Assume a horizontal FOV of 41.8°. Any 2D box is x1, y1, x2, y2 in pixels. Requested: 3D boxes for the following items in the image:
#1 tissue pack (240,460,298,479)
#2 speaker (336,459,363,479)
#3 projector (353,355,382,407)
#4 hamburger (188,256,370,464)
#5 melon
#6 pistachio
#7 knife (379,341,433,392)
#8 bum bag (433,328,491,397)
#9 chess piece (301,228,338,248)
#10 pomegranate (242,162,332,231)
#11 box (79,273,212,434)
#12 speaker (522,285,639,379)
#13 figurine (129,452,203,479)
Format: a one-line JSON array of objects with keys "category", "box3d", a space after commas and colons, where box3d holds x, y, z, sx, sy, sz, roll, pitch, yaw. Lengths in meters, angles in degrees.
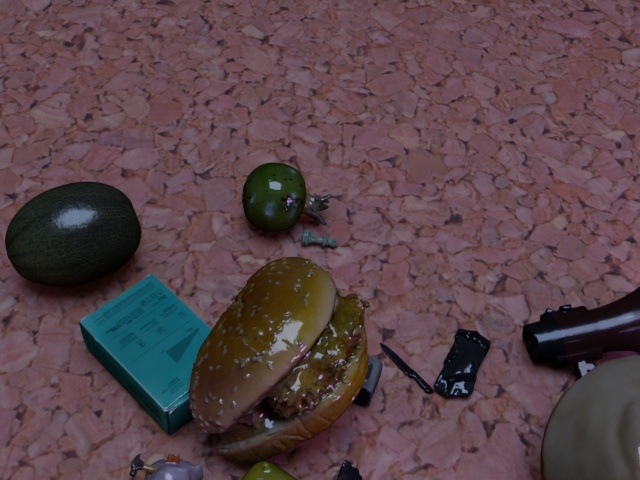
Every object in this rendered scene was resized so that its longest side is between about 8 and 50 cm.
[{"category": "tissue pack", "box3d": [-0.082, 0.510, 1.610, 0.178, 0.127, 0.123, 31, 56, 21]}, {"category": "speaker", "box3d": [0.196, 0.567, 1.550, 0.388, 0.184, 0.180, 16, 50, 7]}, {"category": "projector", "box3d": [0.083, 0.302, 1.829, 0.083, 0.083, 0.082, 17, 50, 10]}, {"category": "hamburger", "box3d": [-0.051, 0.224, 1.679, 0.287, 0.268, 0.445, -4, 42, 49]}, {"category": "melon", "box3d": [-0.570, -0.011, 1.935, 0.302, 0.237, 0.237, -19, 54, -14]}, {"category": "pistachio", "box3d": [0.628, 0.421, 1.649, 0.365, 0.281, 0.445, 37, 60, 19]}, {"category": "knife", "box3d": [0.192, 0.288, 1.901, 0.023, 0.010, 0.170, -26, 55, -32]}, {"category": "bum bag", "box3d": [0.324, 0.274, 1.899, 0.087, 0.049, 0.197, 19, 51, 17]}, {"category": "chess piece", "box3d": [0.000, 0.000, 2.111, 0.093, 0.042, 0.042, 13, 49, -4]}, {"category": "pomegranate", "box3d": [-0.085, -0.101, 2.111, 0.224, 0.181, 0.181, 16, 48, -15]}, {"category": "box", "box3d": [-0.347, 0.242, 1.818, 0.311, 0.118, 0.205, 38, 59, 25]}, {"category": "speaker", "box3d": [0.653, 0.251, 1.922, 0.329, 0.198, 0.259, -18, 92, -2]}, {"category": "figurine", "box3d": [-0.269, 0.498, 1.620, 0.229, 0.112, 0.137, 44, 66, 12]}]
